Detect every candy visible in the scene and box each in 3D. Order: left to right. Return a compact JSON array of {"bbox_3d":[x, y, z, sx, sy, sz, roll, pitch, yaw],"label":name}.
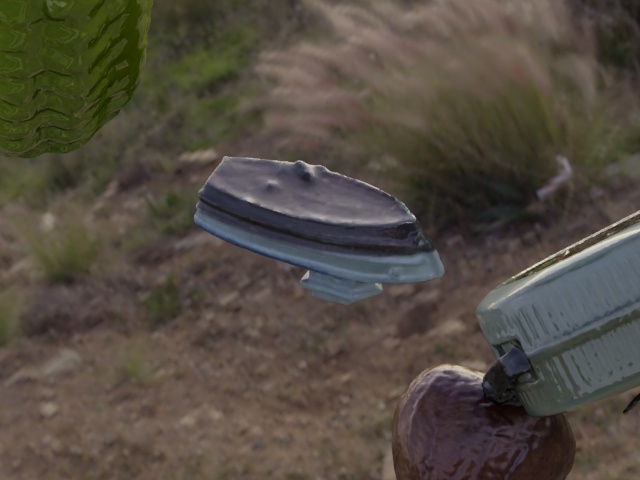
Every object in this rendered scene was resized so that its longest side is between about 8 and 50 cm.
[{"bbox_3d":[-0.104,-0.106,0.554,0.097,0.096,0.209,-46,-8,-24],"label":"candy"}]

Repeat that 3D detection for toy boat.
[{"bbox_3d":[0.000,0.000,0.819,0.140,0.066,0.059,14,42,21],"label":"toy boat"}]

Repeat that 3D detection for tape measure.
[{"bbox_3d":[0.214,0.045,1.065,0.207,0.115,0.235,-31,-3,20],"label":"tape measure"}]

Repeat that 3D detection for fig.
[{"bbox_3d":[0.095,0.191,1.147,0.133,0.146,0.201,21,76,47],"label":"fig"}]
